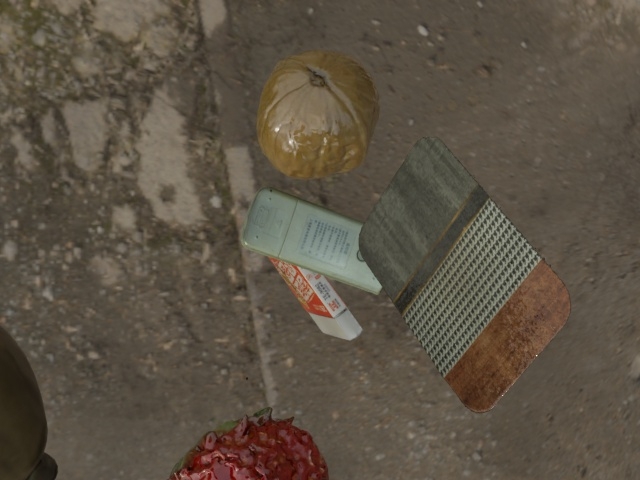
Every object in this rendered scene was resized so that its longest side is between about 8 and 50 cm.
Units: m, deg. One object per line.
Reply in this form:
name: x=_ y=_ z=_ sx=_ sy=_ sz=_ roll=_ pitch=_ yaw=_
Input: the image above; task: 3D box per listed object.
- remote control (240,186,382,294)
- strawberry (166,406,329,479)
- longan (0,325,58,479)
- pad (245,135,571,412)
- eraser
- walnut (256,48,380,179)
remote control: x=0.000 y=0.000 z=1.328 sx=0.234 sy=0.038 sz=0.098 roll=20 pitch=85 yaw=-13
strawberry: x=-0.081 y=0.437 z=1.332 sx=0.292 sy=0.292 sz=0.343 roll=-45 pitch=62 yaw=18
longan: x=-0.405 y=0.185 z=0.896 sx=0.300 sy=0.300 sz=0.243 roll=9 pitch=55 yaw=24
pad: x=0.073 y=0.085 z=0.893 sx=0.323 sy=0.055 sz=0.250 roll=-46 pitch=55 yaw=16
eraser: x=-0.022 y=0.085 z=1.691 sx=0.038 sy=0.157 sz=0.230 roll=-38 pitch=102 yaw=-16
walnut: x=-0.004 y=-0.204 z=1.494 sx=0.228 sy=0.228 sz=0.227 roll=0 pitch=90 yaw=25
